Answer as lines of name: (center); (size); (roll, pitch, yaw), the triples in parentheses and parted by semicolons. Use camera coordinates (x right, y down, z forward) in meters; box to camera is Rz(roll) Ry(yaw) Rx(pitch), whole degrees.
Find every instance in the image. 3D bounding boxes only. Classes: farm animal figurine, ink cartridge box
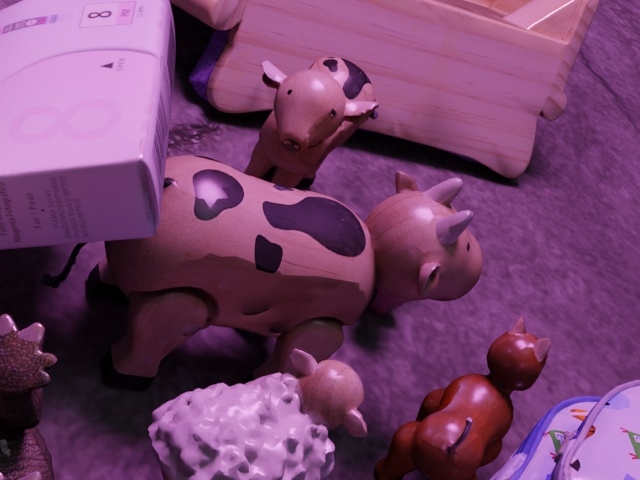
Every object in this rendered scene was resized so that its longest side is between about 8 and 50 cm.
farm animal figurine: (0.000, 0.000, 0.785); (0.327, 0.172, 0.330); (-2, 50, -41)
ink cartridge box: (-0.198, -0.065, 0.687); (0.232, 0.066, 0.189); (-2, 37, -2)

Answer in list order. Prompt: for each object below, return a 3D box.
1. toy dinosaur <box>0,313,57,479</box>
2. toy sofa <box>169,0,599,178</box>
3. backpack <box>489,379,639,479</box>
toy dinosaur: (-0.150, 0.123, 0.555); (0.121, 0.160, 0.313); (-24, 77, -12)
toy sofa: (0.041, -0.184, 1.082); (0.362, 0.177, 0.150); (9, 18, -32)
backpack: (0.184, 0.199, 0.697); (0.276, 0.213, 0.263); (37, 24, 7)
